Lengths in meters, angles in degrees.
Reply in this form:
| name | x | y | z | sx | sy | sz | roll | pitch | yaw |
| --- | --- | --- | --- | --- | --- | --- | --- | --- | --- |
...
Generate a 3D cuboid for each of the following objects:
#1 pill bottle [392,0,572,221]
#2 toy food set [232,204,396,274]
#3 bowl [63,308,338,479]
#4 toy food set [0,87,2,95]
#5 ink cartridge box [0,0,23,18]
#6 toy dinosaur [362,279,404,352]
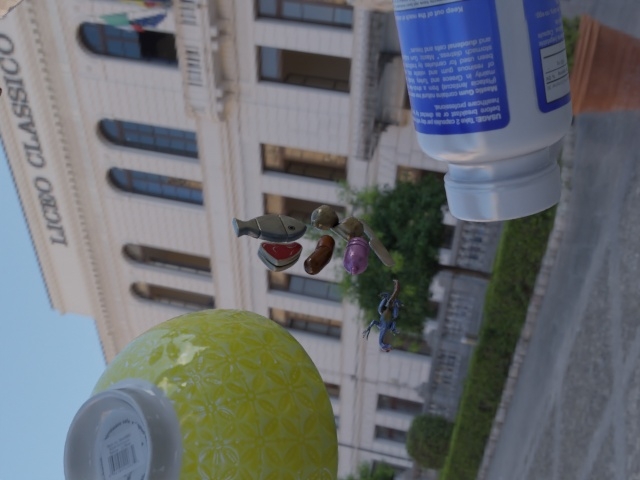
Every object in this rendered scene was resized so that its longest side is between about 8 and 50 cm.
| name | x | y | z | sx | sy | sz | roll | pitch | yaw |
| --- | --- | --- | --- | --- | --- | --- | --- | --- | --- |
| pill bottle | 0.157 | -0.163 | 0.775 | 0.152 | 0.152 | 0.272 | -55 | -44 | -66 |
| toy food set | 0.000 | 0.000 | 0.628 | 0.078 | 0.122 | 0.019 | 56 | 138 | 36 |
| bowl | -0.144 | 0.200 | 0.764 | 0.156 | 0.289 | 0.290 | 18 | -98 | -53 |
| toy food set | -0.348 | -0.082 | 0.625 | 0.111 | 0.104 | 0.232 | -56 | 13 | 23 |
| ink cartridge box | -0.446 | -0.528 | 1.222 | 0.066 | 0.261 | 0.297 | 11 | -117 | -50 |
| toy dinosaur | 0.101 | 0.117 | 1.167 | 0.090 | 0.047 | 0.082 | -44 | -33 | -44 |
